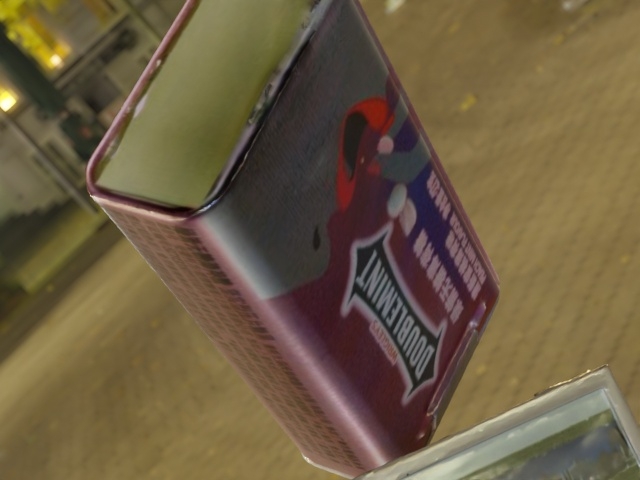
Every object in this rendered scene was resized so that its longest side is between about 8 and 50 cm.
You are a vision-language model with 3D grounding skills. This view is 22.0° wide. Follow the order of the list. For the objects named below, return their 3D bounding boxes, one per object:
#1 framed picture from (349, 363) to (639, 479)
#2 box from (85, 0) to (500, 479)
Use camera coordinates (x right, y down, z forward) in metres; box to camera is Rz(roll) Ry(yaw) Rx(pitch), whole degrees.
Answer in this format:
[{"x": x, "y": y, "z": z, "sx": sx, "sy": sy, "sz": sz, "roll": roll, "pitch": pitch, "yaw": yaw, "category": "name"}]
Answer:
[{"x": 0.079, "y": 0.120, "z": 0.630, "sx": 0.149, "sy": 0.109, "sz": 0.011, "roll": -20, "pitch": -12, "yaw": -31, "category": "framed picture"}, {"x": 0.000, "y": 0.000, "z": 0.655, "sx": 0.069, "sy": 0.224, "sz": 0.120, "roll": 16, "pitch": 67, "yaw": 30, "category": "box"}]
